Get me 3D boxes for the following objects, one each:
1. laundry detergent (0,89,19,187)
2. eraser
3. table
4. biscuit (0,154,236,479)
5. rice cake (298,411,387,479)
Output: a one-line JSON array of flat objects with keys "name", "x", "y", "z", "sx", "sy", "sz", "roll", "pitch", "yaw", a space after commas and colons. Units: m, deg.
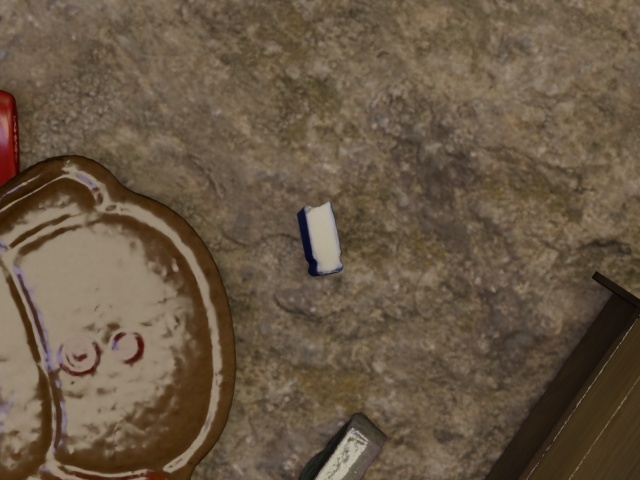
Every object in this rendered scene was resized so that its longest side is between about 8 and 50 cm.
[{"name": "laundry detergent", "x": -0.352, "y": -0.088, "z": 1.367, "sx": 0.165, "sy": 0.049, "sz": 0.097, "roll": -2, "pitch": 97, "yaw": -4}, {"name": "eraser", "x": 0.000, "y": 0.000, "z": 1.381, "sx": 0.027, "sy": 0.085, "sz": 0.063, "roll": -12, "pitch": 88, "yaw": -6}, {"name": "table", "x": 0.253, "y": 0.166, "z": 1.378, "sx": 0.167, "sy": 0.167, "sz": 0.226, "roll": 34, "pitch": 94, "yaw": -4}, {"name": "biscuit", "x": -0.264, "y": 0.114, "z": 1.350, "sx": 0.381, "sy": 0.074, "sz": 0.359, "roll": -11, "pitch": 92, "yaw": -9}, {"name": "rice cake", "x": -0.008, "y": 0.249, "z": 1.397, "sx": 0.047, "sy": 0.036, "sz": 0.206, "roll": 34, "pitch": 84, "yaw": -16}]
